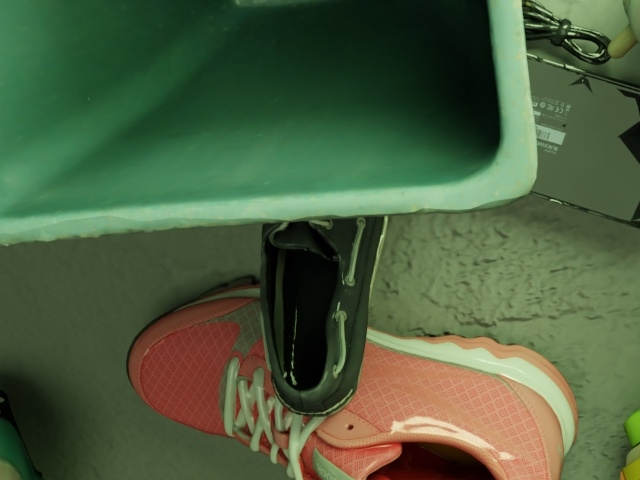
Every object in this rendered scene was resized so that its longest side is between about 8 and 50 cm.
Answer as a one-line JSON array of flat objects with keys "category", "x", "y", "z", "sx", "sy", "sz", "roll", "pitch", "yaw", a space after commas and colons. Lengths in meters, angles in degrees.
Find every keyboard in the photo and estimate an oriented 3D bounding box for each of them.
[{"category": "keyboard", "x": 0.128, "y": -0.083, "z": 0.541, "sx": 0.180, "sy": 0.023, "sz": 0.108, "roll": 18, "pitch": 104, "yaw": 6}]

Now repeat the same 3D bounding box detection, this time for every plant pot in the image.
[{"category": "plant pot", "x": -0.029, "y": -0.164, "z": 0.425, "sx": 0.247, "sy": 0.252, "sz": 0.247, "roll": -4, "pitch": 111, "yaw": 17}]

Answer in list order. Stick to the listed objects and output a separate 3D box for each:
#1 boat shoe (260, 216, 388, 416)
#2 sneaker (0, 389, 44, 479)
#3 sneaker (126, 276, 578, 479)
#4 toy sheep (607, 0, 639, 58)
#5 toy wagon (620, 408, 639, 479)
[{"category": "boat shoe", "x": 0.000, "y": 0.000, "z": 0.543, "sx": 0.075, "sy": 0.065, "sz": 0.206, "roll": 1, "pitch": 78, "yaw": 10}, {"category": "sneaker", "x": -0.272, "y": 0.250, "z": 0.753, "sx": 0.108, "sy": 0.121, "sz": 0.302, "roll": 6, "pitch": 125, "yaw": -13}, {"category": "sneaker", "x": 0.007, "y": 0.109, "z": 0.594, "sx": 0.314, "sy": 0.136, "sz": 0.116, "roll": 8, "pitch": 113, "yaw": 13}, {"category": "toy sheep", "x": 0.197, "y": -0.130, "z": 0.462, "sx": 0.091, "sy": 0.132, "sz": 0.091, "roll": 25, "pitch": 158, "yaw": 11}, {"category": "toy wagon", "x": 0.251, "y": 0.210, "z": 0.510, "sx": 0.068, "sy": 0.267, "sz": 0.344, "roll": -5, "pitch": 150, "yaw": -18}]
